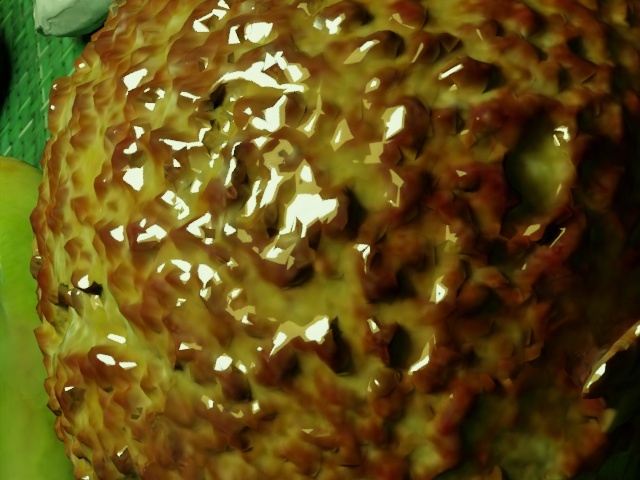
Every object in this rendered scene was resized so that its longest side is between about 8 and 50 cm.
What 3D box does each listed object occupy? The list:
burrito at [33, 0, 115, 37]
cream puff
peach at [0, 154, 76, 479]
[{"bbox_3d":[-0.146,-0.207,1.069,0.203,0.064,0.064,-29,47,39],"label":"burrito"},{"bbox_3d":[0.003,-0.004,0.591,0.350,0.229,0.350,-28,50,41],"label":"cream puff"},{"bbox_3d":[-0.255,0.101,0.822,0.315,0.282,0.314,-59,39,22],"label":"peach"}]
